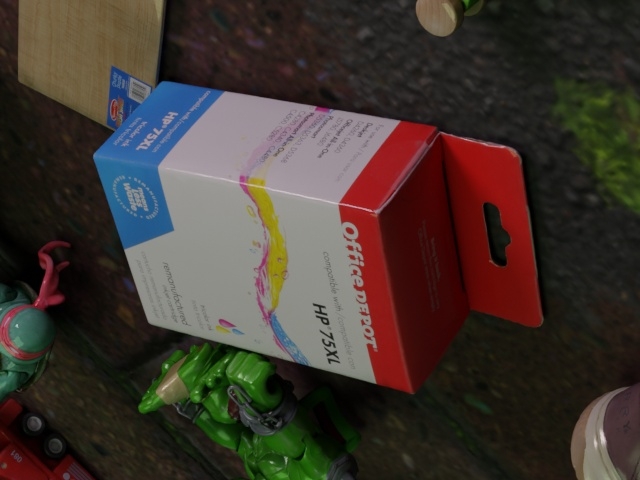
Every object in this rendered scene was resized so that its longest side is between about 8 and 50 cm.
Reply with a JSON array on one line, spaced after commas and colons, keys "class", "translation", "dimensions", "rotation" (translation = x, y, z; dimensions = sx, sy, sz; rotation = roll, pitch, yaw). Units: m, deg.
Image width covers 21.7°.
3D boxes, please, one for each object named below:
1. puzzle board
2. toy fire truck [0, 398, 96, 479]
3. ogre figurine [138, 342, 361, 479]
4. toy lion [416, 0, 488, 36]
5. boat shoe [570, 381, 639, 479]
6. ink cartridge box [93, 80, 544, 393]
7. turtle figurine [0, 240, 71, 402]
[{"class": "puzzle board", "translation": [-0.134, -0.120, 0.973], "dimensions": [0.096, 0.011, 0.128], "rotation": [27, 141, 12]}, {"class": "toy fire truck", "translation": [-0.252, 0.198, 1.285], "dimensions": [0.192, 0.135, 0.047], "rotation": [47, 141, -10]}, {"class": "ogre figurine", "translation": [-0.039, 0.117, 1.063], "dimensions": [0.118, 0.097, 0.197], "rotation": [46, 144, -10]}, {"class": "toy lion", "translation": [0.054, -0.151, 0.779], "dimensions": [0.096, 0.034, 0.100], "rotation": [51, 141, -4]}, {"class": "boat shoe", "translation": [0.260, 0.179, 0.887], "dimensions": [0.285, 0.103, 0.092], "rotation": [45, 147, 1]}, {"class": "ink cartridge box", "translation": [0.000, 0.000, 0.931], "dimensions": [0.231, 0.078, 0.134], "rotation": [12, 135, 29]}, {"class": "turtle figurine", "translation": [-0.243, 0.071, 1.152], "dimensions": [0.118, 0.175, 0.234], "rotation": [9, 166, -27]}]
